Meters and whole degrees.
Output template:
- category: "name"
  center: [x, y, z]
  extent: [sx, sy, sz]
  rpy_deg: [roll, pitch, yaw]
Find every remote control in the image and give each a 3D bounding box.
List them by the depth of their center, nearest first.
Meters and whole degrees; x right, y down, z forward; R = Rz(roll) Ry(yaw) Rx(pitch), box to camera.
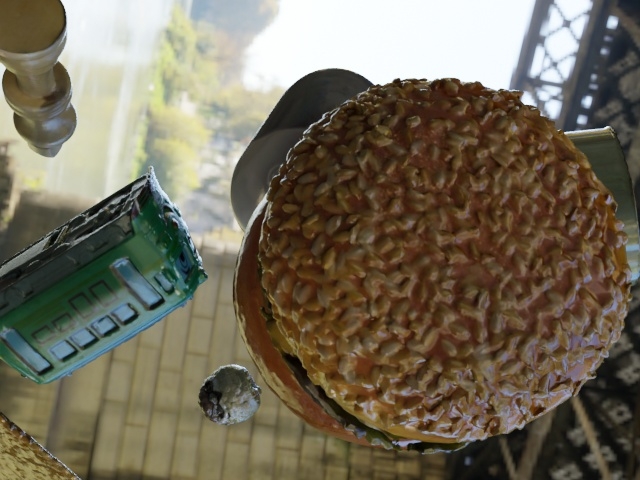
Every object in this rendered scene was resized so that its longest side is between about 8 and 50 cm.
- category: "remote control"
  center: [-0.014, -0.132, 1.809]
  extent: [0.332, 0.221, 0.103]
  rpy_deg: [-56, -151, 0]

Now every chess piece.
- category: "chess piece"
  center: [-0.416, -0.227, 1.605]
  extent: [0.397, 0.117, 0.117]
  rpy_deg: [109, -12, -68]

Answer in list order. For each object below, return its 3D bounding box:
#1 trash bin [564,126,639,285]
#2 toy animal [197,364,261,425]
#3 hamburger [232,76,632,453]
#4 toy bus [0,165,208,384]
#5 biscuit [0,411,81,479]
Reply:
- category: "trash bin"
  center: [0.237, -0.020, 1.630]
  extent: [0.280, 0.432, 0.280]
  rpy_deg: [-9, 90, -85]
- category: "toy animal"
  center: [-0.143, 0.248, 1.719]
  extent: [0.137, 0.098, 0.098]
  rpy_deg: [49, 48, -76]
- category: "hamburger"
  center: [0.094, 0.027, 0.962]
  extent: [0.250, 0.330, 0.330]
  rpy_deg: [143, -44, -64]
- category: "toy bus"
  center: [-0.342, 0.064, 1.635]
  extent: [0.343, 0.199, 0.183]
  rpy_deg: [-30, -160, 15]
- category: "biscuit"
  center: [-0.359, 0.275, 1.274]
  extent: [0.232, 0.237, 0.013]
  rpy_deg: [-20, -151, 47]
